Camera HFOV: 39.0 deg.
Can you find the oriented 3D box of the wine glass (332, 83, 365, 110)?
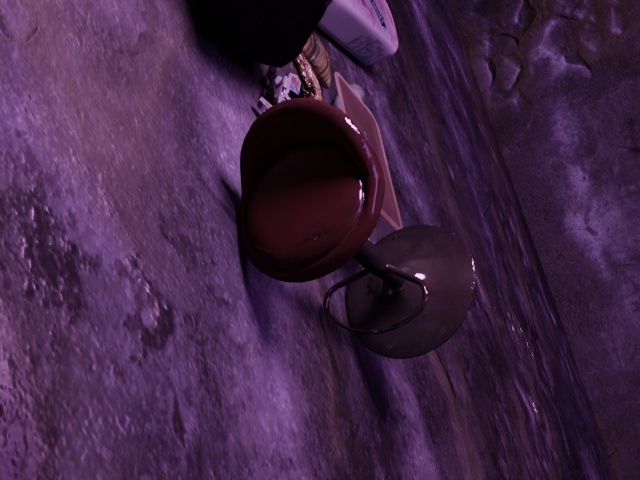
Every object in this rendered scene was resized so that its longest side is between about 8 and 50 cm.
[{"bbox_3d":[0.049,-0.250,1.750,0.074,0.074,0.262,61,19,-16],"label":"wine glass"}]

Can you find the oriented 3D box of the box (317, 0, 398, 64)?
[{"bbox_3d":[0.045,-0.529,1.967,0.369,0.112,0.190,17,52,-65],"label":"box"}]

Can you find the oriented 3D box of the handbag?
[{"bbox_3d":[-0.108,-0.437,1.379,0.177,0.275,0.302,-6,73,-25],"label":"handbag"}]

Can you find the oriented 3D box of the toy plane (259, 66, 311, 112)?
[{"bbox_3d":[-0.063,-0.238,1.488,0.078,0.053,0.197,50,25,-21],"label":"toy plane"}]

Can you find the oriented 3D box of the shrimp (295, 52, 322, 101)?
[{"bbox_3d":[-0.027,-0.296,1.667,0.127,0.025,0.091,68,21,-7],"label":"shrimp"}]

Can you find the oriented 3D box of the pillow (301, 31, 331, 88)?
[{"bbox_3d":[-0.036,-0.392,1.723,0.203,0.038,0.113,48,28,-41],"label":"pillow"}]

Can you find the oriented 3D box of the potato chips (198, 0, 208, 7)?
[{"bbox_3d":[-0.167,-0.416,1.445,0.209,0.026,0.142,25,44,-62],"label":"potato chips"}]

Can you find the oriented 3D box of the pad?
[{"bbox_3d":[0.081,-0.147,1.502,0.176,0.002,0.266,41,32,-51],"label":"pad"}]

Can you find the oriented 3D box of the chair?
[{"bbox_3d":[0.041,-0.003,1.258,0.401,0.226,0.227,41,33,-49],"label":"chair"}]
